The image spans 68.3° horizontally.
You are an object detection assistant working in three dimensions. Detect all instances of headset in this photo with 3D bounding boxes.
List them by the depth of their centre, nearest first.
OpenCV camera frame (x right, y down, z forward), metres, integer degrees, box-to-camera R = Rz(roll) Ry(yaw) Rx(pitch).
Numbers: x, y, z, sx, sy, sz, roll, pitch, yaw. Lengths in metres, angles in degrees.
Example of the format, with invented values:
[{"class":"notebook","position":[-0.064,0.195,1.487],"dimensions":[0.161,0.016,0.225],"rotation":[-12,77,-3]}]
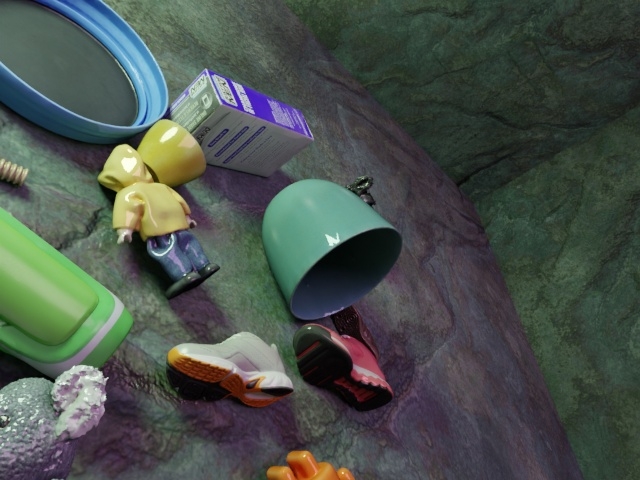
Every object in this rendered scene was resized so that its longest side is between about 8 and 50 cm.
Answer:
[{"class":"headset","position":[0.147,-0.087,1.489],"dimensions":[0.394,0.185,0.243],"rotation":[31,35,-58]}]

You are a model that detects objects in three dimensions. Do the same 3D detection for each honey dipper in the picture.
[{"class":"honey dipper","position":[-0.509,-0.122,0.671],"dimensions":[0.161,0.030,0.030],"rotation":[25,41,-38]}]

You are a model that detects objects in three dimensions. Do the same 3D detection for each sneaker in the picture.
[{"class":"sneaker","position":[-0.160,0.207,0.816],"dimensions":[0.262,0.099,0.121],"rotation":[36,26,-47]},{"class":"sneaker","position":[0.041,0.265,1.065],"dimensions":[0.314,0.116,0.136],"rotation":[46,19,-32]},{"class":"sneaker","position":[0.091,0.235,1.213],"dimensions":[0.188,0.066,0.071],"rotation":[65,12,5]}]

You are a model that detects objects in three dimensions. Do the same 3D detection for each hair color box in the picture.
[{"class":"hair color box","position":[-0.193,-0.267,1.147],"dimensions":[0.339,0.185,0.110],"rotation":[2,59,-57]}]

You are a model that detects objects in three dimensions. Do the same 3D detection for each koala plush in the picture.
[{"class":"koala plush","position":[-0.305,0.238,0.460],"dimensions":[0.203,0.196,0.221],"rotation":[46,27,-42]}]

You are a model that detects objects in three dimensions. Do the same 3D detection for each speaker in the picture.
[{"class":"speaker","position":[-0.384,0.050,0.579],"dimensions":[0.296,0.131,0.131],"rotation":[45,30,-20]}]

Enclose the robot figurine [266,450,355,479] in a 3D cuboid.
[{"class":"robot figurine","position":[-0.004,0.452,0.754],"dimensions":[0.219,0.128,0.158],"rotation":[59,17,8]}]

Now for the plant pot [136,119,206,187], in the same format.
[{"class":"plant pot","position":[-0.310,-0.155,0.929],"dimensions":[0.134,0.134,0.095],"rotation":[48,53,-14]}]

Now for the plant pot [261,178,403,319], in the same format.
[{"class":"plant pot","position":[0.000,0.000,1.085],"dimensions":[0.293,0.293,0.235],"rotation":[12,33,-53]}]

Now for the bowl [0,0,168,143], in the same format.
[{"class":"bowl","position":[-0.481,-0.353,0.901],"dimensions":[0.391,0.077,0.391],"rotation":[38,34,-31]}]

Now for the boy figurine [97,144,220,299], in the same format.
[{"class":"boy figurine","position":[-0.302,-0.038,0.837],"dimensions":[0.285,0.092,0.177],"rotation":[55,28,0]}]
